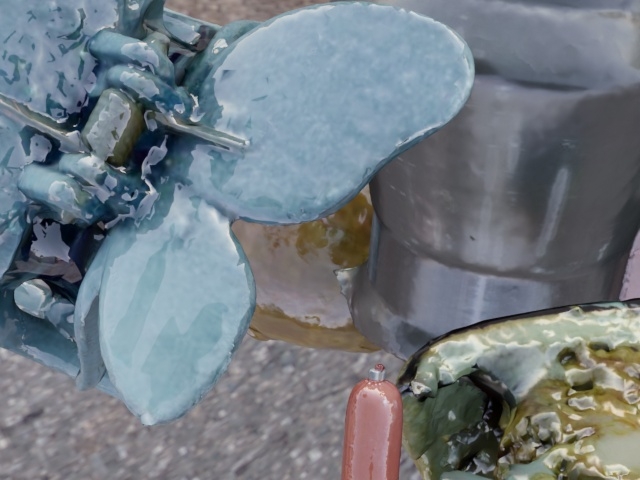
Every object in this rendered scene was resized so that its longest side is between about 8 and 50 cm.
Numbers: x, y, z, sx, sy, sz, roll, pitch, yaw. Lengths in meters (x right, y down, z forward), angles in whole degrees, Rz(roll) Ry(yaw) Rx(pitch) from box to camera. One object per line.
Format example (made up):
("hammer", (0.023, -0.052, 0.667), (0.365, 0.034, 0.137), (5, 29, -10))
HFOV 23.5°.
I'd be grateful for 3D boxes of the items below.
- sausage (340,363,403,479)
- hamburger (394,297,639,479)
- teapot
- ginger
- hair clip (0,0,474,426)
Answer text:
("sausage", (0.020, 0.170, 0.751), (0.029, 0.029, 0.223), (6, 97, 17))
("hamburger", (0.180, 0.144, 0.817), (0.288, 0.168, 0.192), (-8, 124, -11))
("teapot", (0.186, -0.068, 1.213), (0.376, 0.305, 0.362), (10, 121, 11))
("ginger", (-0.001, 0.004, 1.477), (0.223, 0.269, 0.200), (29, 123, 54))
("hair clip", (-0.135, -0.053, 1.068), (0.392, 0.238, 0.318), (25, 80, 2))
